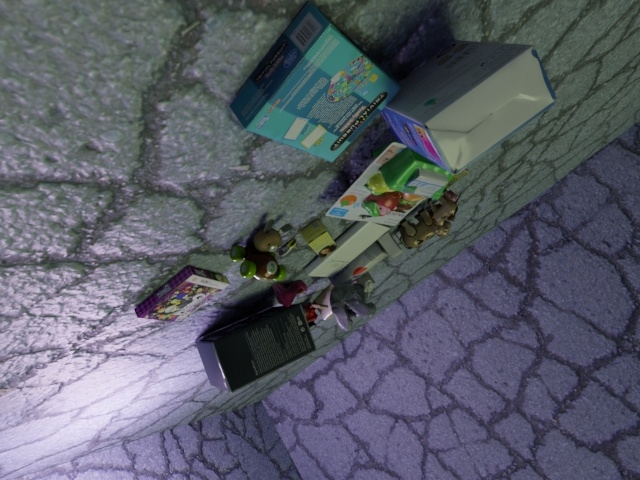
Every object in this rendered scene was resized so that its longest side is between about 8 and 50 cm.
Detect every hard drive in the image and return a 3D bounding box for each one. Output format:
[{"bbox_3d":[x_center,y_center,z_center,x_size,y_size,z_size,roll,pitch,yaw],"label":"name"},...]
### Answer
[{"bbox_3d":[0.118,0.032,1.905,0.353,0.047,0.233,-42,157,19],"label":"hard drive"}]

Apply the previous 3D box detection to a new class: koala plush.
[{"bbox_3d":[0.157,0.265,2.058,0.196,0.203,0.221,-35,179,29],"label":"koala plush"}]

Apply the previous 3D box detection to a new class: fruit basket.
[{"bbox_3d":[0.239,-0.155,1.416,0.327,0.165,0.353,7,137,-36],"label":"fruit basket"}]

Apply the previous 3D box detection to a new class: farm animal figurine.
[{"bbox_3d":[0.498,-0.068,1.984,0.327,0.172,0.330,-33,167,9],"label":"farm animal figurine"}]

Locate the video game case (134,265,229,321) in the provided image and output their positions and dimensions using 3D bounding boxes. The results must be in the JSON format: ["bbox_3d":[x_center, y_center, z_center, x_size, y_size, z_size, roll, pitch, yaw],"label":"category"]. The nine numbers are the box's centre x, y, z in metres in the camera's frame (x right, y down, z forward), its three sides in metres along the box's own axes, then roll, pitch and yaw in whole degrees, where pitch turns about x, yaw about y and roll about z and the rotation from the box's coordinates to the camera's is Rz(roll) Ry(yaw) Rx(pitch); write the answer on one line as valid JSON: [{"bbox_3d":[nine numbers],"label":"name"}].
[{"bbox_3d":[-0.441,0.179,1.436,0.232,0.041,0.210,-37,157,8],"label":"video game case"}]

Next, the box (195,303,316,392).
[{"bbox_3d":[-0.274,0.436,1.846,0.396,0.211,0.294,-21,180,-31],"label":"box"}]

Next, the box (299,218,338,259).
[{"bbox_3d":[0.000,0.000,1.659,0.087,0.058,0.232,-35,157,3],"label":"box"}]

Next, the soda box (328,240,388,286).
[{"bbox_3d":[0.169,0.113,2.076,0.286,0.098,0.091,-39,158,13],"label":"soda box"}]

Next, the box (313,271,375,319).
[{"bbox_3d":[0.120,0.271,2.299,0.148,0.121,0.311,-3,143,-52],"label":"box"}]

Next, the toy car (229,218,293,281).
[{"bbox_3d":[-0.161,0.019,1.386,0.155,0.149,0.188,11,120,-47],"label":"toy car"}]

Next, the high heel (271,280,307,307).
[{"bbox_3d":[-0.110,0.237,1.915,0.082,0.117,0.244,-40,157,14],"label":"high heel"}]

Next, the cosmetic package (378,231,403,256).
[{"bbox_3d":[0.327,0.026,2.056,0.060,0.098,0.239,-38,168,8],"label":"cosmetic package"}]

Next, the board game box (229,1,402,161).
[{"bbox_3d":[0.004,-0.318,0.978,0.254,0.079,0.336,-44,156,23],"label":"board game box"}]

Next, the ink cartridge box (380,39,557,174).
[{"bbox_3d":[0.310,-0.341,1.072,0.270,0.395,0.151,-35,119,5],"label":"ink cartridge box"}]

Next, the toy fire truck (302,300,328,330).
[{"bbox_3d":[-0.086,0.372,2.216,0.217,0.158,0.246,-13,138,-41],"label":"toy fire truck"}]

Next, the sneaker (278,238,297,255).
[{"bbox_3d":[-0.113,0.029,1.596,0.083,0.031,0.035,-38,158,10],"label":"sneaker"}]

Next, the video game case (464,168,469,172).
[{"bbox_3d":[0.491,-0.235,1.809,0.206,0.026,0.227,-37,164,25],"label":"video game case"}]
